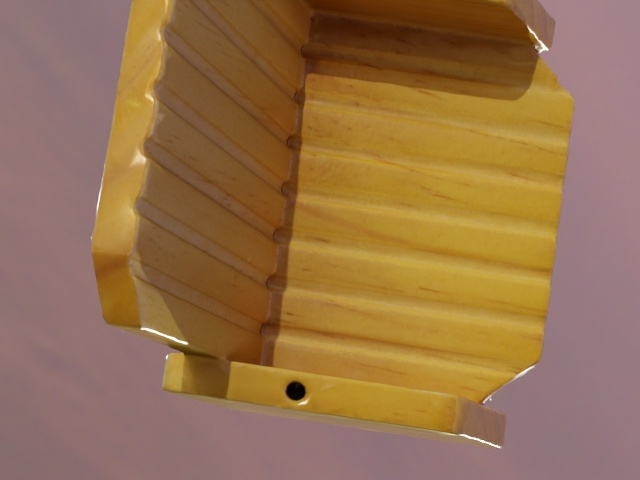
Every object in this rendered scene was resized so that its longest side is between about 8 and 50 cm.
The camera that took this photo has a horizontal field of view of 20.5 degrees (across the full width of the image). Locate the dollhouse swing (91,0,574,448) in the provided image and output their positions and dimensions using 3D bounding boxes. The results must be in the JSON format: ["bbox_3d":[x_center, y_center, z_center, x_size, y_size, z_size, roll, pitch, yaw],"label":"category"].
[{"bbox_3d":[0.028,-0.052,1.243,0.315,0.347,0.305,9,-10,1],"label":"dollhouse swing"}]
